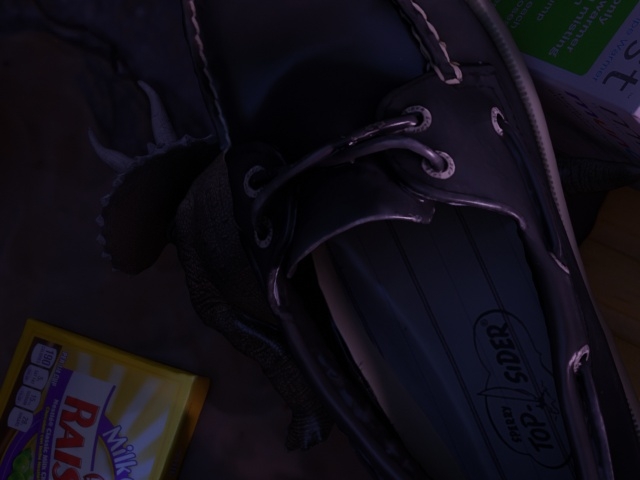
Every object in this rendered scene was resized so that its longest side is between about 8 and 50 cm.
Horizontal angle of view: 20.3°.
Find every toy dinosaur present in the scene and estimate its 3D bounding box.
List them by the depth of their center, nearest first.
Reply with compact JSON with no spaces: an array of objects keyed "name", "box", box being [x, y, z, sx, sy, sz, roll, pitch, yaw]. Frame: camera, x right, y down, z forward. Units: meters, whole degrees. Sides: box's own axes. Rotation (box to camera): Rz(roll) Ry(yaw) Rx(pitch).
[{"name":"toy dinosaur","box":[0.000,0.000,0.820,0.313,0.160,0.121,-11,34,53]}]

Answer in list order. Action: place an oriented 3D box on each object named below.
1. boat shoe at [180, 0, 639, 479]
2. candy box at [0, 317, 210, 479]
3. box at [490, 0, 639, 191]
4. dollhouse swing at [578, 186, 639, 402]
[{"name":"boat shoe","box":[0.029,0.001,0.697,0.127,0.113,0.340,-20,97,19]},{"name":"candy box","box":[-0.139,0.152,0.928,0.105,0.027,0.206,17,84,16]},{"name":"box","box":[0.192,-0.148,0.789,0.262,0.127,0.231,-53,28,1]},{"name":"dollhouse swing","box":[0.250,0.046,0.716,0.305,0.315,0.347,28,87,9]}]
